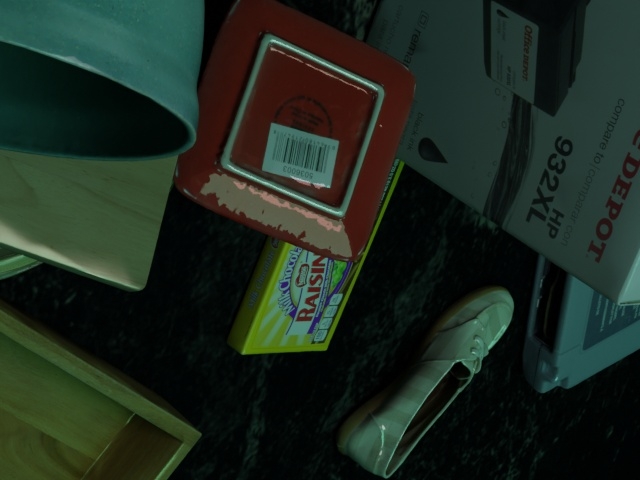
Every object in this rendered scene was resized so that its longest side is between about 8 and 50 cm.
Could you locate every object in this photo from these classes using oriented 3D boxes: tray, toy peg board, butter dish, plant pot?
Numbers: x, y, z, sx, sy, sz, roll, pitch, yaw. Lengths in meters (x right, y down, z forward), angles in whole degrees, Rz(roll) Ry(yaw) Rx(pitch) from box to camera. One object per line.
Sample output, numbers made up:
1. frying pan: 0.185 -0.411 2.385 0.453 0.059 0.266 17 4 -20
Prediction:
1. tray: -0.268 0.135 1.365 0.203 0.076 0.411 -51 143 -2
2. toy peg board: -0.182 -0.064 1.261 0.161 0.079 0.160 21 74 -32
3. butter dish: -0.034 -0.078 1.416 0.160 0.118 0.160 23 78 -23
4. plant pot: -0.192 -0.176 1.051 0.293 0.293 0.196 23 75 -53

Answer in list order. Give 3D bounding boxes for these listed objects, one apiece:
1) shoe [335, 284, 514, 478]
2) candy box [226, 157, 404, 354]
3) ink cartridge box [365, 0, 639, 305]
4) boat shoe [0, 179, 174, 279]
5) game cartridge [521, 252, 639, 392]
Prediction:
1. shoe: 0.109 0.131 1.786 0.219 0.058 0.076 -45 143 -11
2. candy box: 0.000 0.000 1.586 0.105 0.027 0.206 2 118 -45
3. ink cartridge box: 0.187 -0.121 1.453 0.129 0.307 0.223 -4 121 -47
4. boat shoe: -0.174 -0.034 1.335 0.178 0.064 0.060 -27 139 -27
5. game cartridge: 0.294 -0.002 1.886 0.196 0.060 0.294 -21 133 -31
